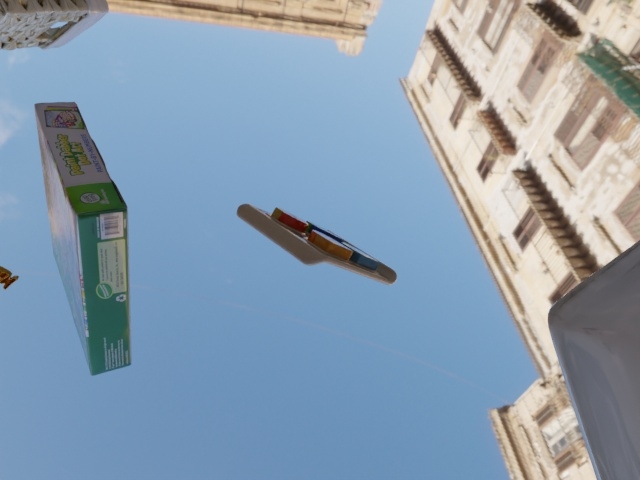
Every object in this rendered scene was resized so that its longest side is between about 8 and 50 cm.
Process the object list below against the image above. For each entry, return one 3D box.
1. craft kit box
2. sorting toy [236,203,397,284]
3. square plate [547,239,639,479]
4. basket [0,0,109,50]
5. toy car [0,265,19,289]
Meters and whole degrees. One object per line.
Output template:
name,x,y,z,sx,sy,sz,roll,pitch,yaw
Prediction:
craft kit box,-0.297,-0.006,0.636,0.060,0.250,0.247,-10,-138,-30
sorting toy,0.000,0.000,0.782,0.193,0.038,0.208,33,-168,40
square plate,0.341,0.149,0.414,0.343,0.049,0.348,-23,-85,-33
basket,-0.298,-0.268,0.465,0.113,0.167,0.103,-9,-159,36
toy car,-0.400,0.039,0.610,0.040,0.122,0.060,45,-146,-32
